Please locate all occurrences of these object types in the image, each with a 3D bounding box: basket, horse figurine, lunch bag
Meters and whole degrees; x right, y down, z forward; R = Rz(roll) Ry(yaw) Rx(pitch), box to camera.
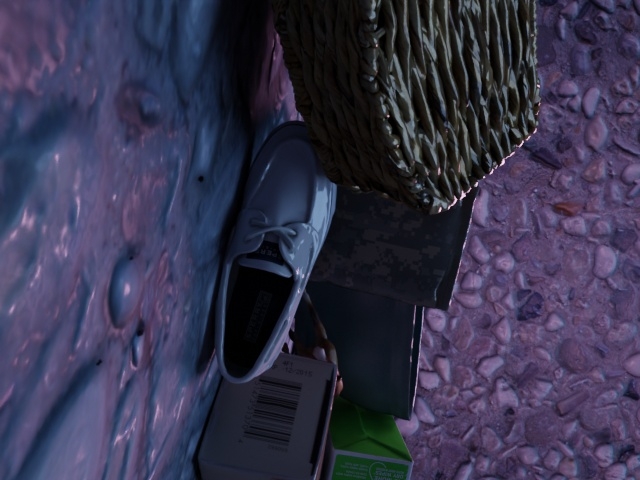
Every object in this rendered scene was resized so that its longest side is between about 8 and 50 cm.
[{"bbox_3d":[0.036,-0.190,0.552,0.213,0.223,0.299,-39,134,-26],"label":"basket"},{"bbox_3d":[-0.024,0.189,0.943,0.174,0.066,0.263,60,-31,31],"label":"horse figurine"},{"bbox_3d":[0.061,-0.037,0.829,0.287,0.236,0.168,-51,153,-79],"label":"lunch bag"}]

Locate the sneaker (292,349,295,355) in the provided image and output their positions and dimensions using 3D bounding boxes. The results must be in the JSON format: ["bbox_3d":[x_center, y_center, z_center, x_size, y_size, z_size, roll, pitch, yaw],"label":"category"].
[{"bbox_3d":[-0.034,0.300,1.446,0.095,0.090,0.234,-27,127,-58],"label":"sneaker"}]

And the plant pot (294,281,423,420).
[{"bbox_3d":[0.068,0.140,1.090,0.293,0.197,0.292,5,90,-77],"label":"plant pot"}]

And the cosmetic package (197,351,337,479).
[{"bbox_3d":[-0.062,0.278,0.813,0.296,0.129,0.153,96,5,-51],"label":"cosmetic package"}]

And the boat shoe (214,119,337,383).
[{"bbox_3d":[-0.043,0.013,0.617,0.084,0.095,0.257,-69,170,-83],"label":"boat shoe"}]

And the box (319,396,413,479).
[{"bbox_3d":[0.047,0.395,1.045,0.262,0.127,0.230,-117,-142,-81],"label":"box"}]

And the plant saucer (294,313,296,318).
[{"bbox_3d":[-0.040,0.088,1.200,0.119,0.021,0.119,12,90,-84],"label":"plant saucer"}]
